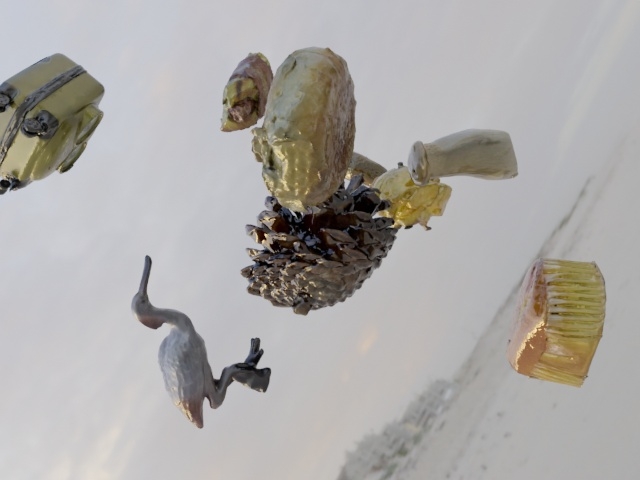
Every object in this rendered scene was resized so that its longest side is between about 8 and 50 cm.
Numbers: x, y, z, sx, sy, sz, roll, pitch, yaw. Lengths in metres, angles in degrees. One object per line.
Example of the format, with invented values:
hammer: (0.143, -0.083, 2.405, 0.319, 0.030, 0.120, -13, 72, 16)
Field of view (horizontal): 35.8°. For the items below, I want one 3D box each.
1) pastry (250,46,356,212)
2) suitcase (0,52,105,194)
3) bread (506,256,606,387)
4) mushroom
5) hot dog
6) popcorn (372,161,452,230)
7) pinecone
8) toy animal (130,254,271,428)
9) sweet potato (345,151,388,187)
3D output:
pastry: (-0.022, -0.177, 1.527, 0.257, 0.121, 0.235, 81, -158, -46)
suitcase: (-0.490, -0.201, 1.742, 0.194, 0.143, 0.235, -52, 1, 37)
bread: (0.469, 0.169, 2.023, 0.288, 0.156, 0.204, 95, 180, -50)
mushroom: (0.277, -0.160, 1.859, 0.247, 0.096, 0.108, -6, -26, -28)
hot dog: (-0.150, -0.314, 2.134, 0.213, 0.103, 0.146, -73, -4, -48)
popcorn: (0.185, -0.090, 2.032, 0.148, 0.167, 0.152, -173, 72, -87)
pinecone: (-0.003, -0.006, 1.829, 0.296, 0.242, 0.298, -50, 2, -25)
toy animal: (-0.240, 0.198, 1.756, 0.090, 0.324, 0.195, -6, 49, 59)
sweet potato: (0.051, -0.191, 2.442, 0.077, 0.244, 0.077, 20, -90, -83)
